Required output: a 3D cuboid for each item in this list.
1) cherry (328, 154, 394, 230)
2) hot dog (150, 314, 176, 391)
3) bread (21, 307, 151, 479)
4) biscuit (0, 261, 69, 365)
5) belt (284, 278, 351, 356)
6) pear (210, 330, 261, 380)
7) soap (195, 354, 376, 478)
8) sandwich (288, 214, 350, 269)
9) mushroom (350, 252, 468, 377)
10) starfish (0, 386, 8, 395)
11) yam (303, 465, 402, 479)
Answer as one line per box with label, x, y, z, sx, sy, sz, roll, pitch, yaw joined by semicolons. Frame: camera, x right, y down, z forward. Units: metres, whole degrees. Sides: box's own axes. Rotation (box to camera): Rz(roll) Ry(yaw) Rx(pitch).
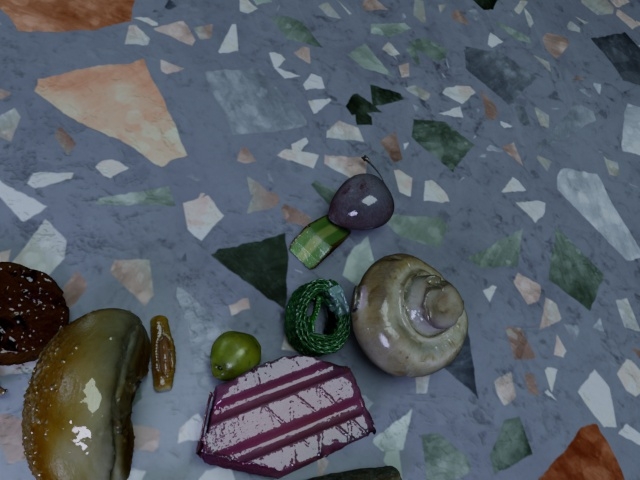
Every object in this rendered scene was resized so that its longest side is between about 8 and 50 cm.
cherry;0.074;-0.101;1.244;0.148;0.115;0.188;-34;65;5
hot dog;-0.279;0.198;1.020;0.044;0.028;0.137;3;62;-24
bread;-0.361;0.242;0.875;0.171;0.192;0.314;6;63;-8
biscuit;-0.518;0.120;0.949;0.192;0.049;0.192;18;47;-21
belt;-0.008;0.148;1.107;0.121;0.079;0.152;11;73;-24
pear;-0.152;0.208;1.022;0.092;0.092;0.097;33;59;0
soap;-0.072;0.302;0.972;0.289;0.112;0.182;-18;66;-19
sandwich;0.000;0.000;1.219;0.074;0.074;0.116;44;28;7
mushroom;0.168;0.142;1.102;0.254;0.184;0.255;8;76;-32
starfish;-0.598;0.215;0.902;0.138;0.050;0.247;-35;86;-29
yam;0.012;0.429;0.978;0.273;0.061;0.061;-4;66;-21
